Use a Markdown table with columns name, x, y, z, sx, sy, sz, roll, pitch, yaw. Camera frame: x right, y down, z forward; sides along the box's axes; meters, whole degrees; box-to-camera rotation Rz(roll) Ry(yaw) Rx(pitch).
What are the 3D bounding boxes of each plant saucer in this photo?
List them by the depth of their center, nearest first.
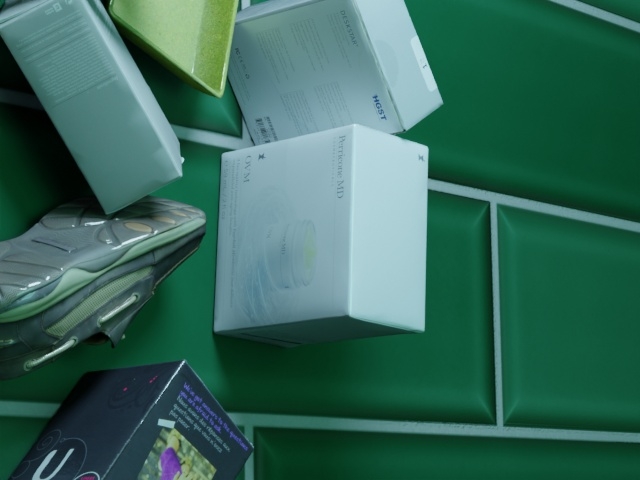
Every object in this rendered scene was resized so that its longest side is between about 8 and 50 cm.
| name | x | y | z | sx | sy | sz | roll | pitch | yaw |
| --- | --- | --- | --- | --- | --- | --- | --- | --- | --- |
| plant saucer | -0.179 | -0.277 | 2.033 | 0.188 | 0.045 | 0.188 | 36 | 48 | -38 |

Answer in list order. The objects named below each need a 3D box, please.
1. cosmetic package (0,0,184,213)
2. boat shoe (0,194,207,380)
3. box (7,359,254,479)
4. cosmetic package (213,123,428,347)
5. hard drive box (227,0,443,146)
| name | x | y | z | sx | sy | sz | roll | pitch | yaw |
| --- | --- | --- | --- | --- | --- | --- | --- | --- | --- |
| cosmetic package | -0.243 | -0.162 | 1.883 | 0.127 | 0.107 | 0.238 | -105 | 171 | -71 |
| boat shoe | -0.255 | 0.045 | 1.872 | 0.355 | 0.132 | 0.130 | -25 | 127 | -49 |
| box | -0.219 | 0.269 | 1.819 | 0.143 | 0.165 | 0.270 | 55 | 47 | -25 |
| cosmetic package | 0.000 | 0.000 | 2.066 | 0.138 | 0.225 | 0.224 | 15 | 72 | -46 |
| hard drive box | 0.004 | -0.207 | 2.102 | 0.089 | 0.232 | 0.181 | -37 | 111 | -45 |
